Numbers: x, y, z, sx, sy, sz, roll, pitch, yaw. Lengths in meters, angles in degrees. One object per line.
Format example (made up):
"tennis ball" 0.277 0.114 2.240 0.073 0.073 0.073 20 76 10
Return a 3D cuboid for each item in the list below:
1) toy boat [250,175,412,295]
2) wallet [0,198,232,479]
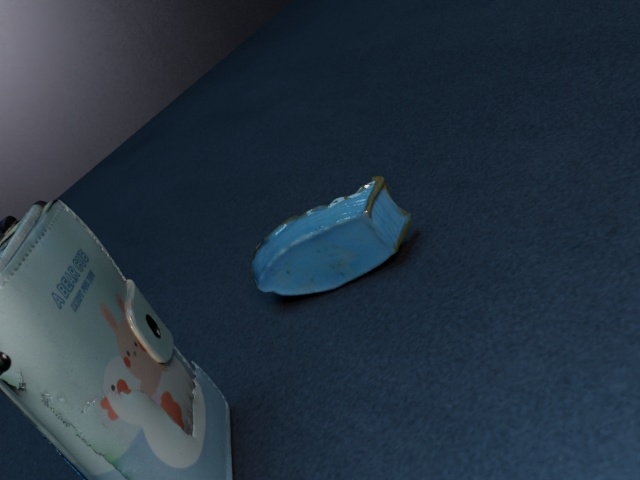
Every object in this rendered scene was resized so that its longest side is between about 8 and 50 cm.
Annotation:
"toy boat" 0.000 0.000 0.718 0.185 0.075 0.077 -28 27 31
"wallet" -0.160 0.099 0.541 0.075 0.250 0.176 -30 23 8
